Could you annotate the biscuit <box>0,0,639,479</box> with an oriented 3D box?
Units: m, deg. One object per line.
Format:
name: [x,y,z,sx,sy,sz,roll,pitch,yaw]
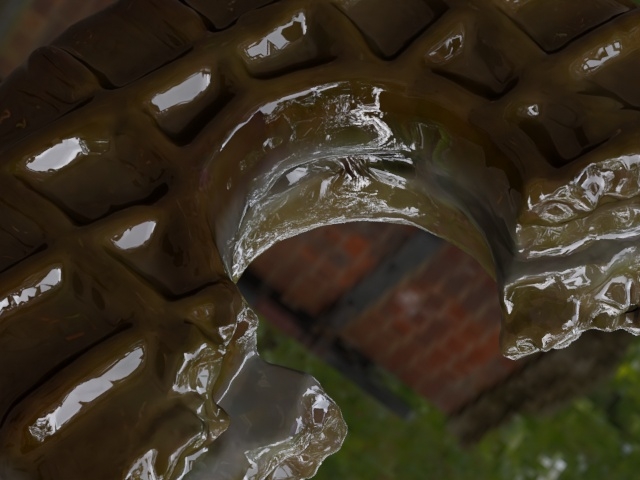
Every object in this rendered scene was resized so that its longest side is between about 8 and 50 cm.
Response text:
biscuit: [-0.003,-0.015,0.835,0.366,0.268,0.115,-27,145,-22]
